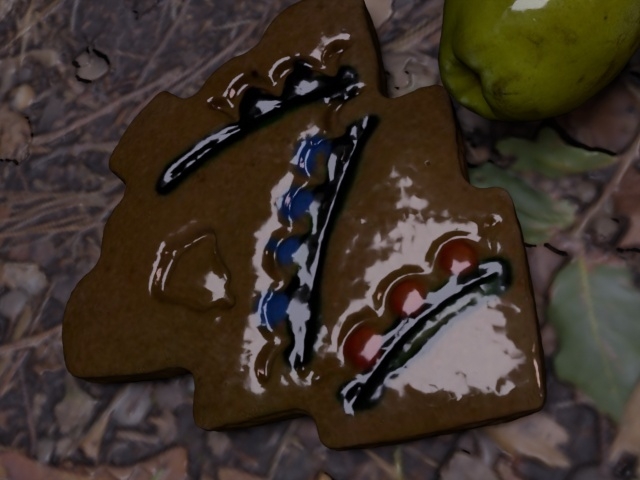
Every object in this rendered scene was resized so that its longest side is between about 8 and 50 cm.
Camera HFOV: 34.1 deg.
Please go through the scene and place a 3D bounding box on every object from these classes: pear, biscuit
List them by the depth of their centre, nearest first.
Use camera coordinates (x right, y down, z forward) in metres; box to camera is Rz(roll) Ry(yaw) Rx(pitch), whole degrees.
[{"bbox_3d":[0.117,-0.118,0.538,0.107,0.107,0.131,29,66,27],"label":"pear"},{"bbox_3d":[-0.001,0.000,0.575,0.301,0.043,0.278,29,84,28],"label":"biscuit"}]
